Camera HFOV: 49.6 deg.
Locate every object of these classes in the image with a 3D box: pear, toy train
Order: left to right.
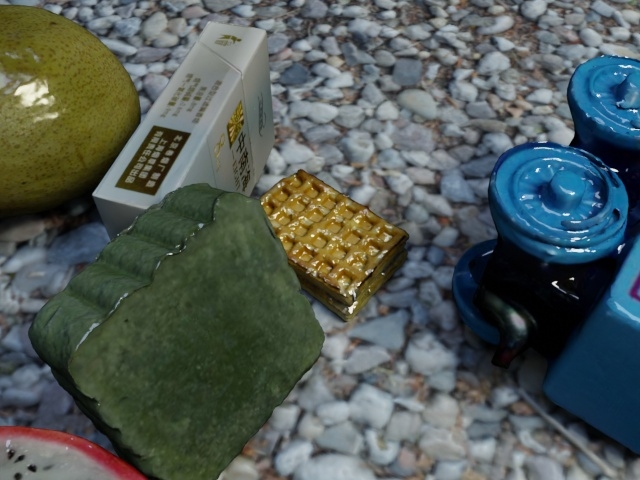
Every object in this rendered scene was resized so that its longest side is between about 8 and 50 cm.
[{"bbox_3d":[-0.303,-0.120,0.673,0.228,0.188,0.211,23,53,14],"label":"pear"},{"bbox_3d":[0.270,0.007,0.579,0.265,0.188,0.300,32,57,18],"label":"toy train"}]

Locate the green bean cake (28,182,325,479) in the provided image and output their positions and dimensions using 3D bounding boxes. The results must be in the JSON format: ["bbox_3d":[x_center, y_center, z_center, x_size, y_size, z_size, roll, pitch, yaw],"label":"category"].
[{"bbox_3d":[-0.100,0.071,0.522,0.094,0.185,0.183,21,55,39],"label":"green bean cake"}]

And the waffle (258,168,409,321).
[{"bbox_3d":[0.000,0.000,0.669,0.148,0.042,0.102,32,60,23],"label":"waffle"}]

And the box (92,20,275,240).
[{"bbox_3d":[-0.113,-0.074,0.659,0.067,0.155,0.243,14,55,9],"label":"box"}]

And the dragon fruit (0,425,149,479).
[{"bbox_3d":[-0.185,0.259,0.390,0.290,0.189,0.291,5,54,-6],"label":"dragon fruit"}]
